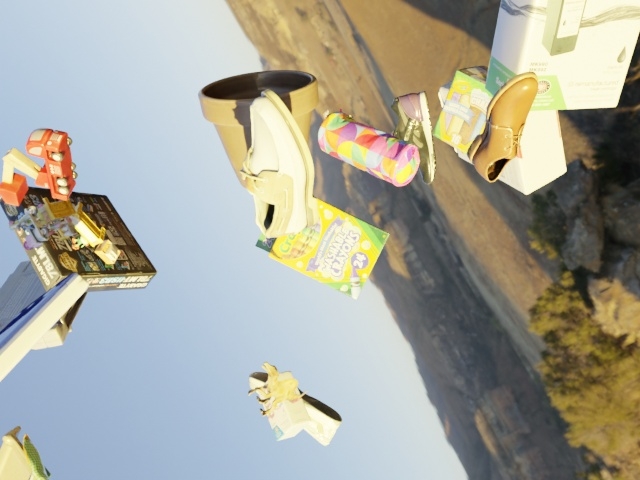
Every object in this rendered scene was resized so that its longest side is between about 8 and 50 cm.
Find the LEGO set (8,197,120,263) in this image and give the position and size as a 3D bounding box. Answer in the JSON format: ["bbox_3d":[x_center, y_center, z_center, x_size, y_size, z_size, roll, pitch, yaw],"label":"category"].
[{"bbox_3d":[-0.562,-0.015,1.380,0.132,0.107,0.287,68,-171,16],"label":"LEGO set"}]

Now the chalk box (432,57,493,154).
[{"bbox_3d":[0.376,-0.317,1.469,0.132,0.132,0.213,39,130,27],"label":"chalk box"}]

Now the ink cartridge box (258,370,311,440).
[{"bbox_3d":[-0.080,0.359,1.393,0.052,0.088,0.122,-4,-124,-35],"label":"ink cartridge box"}]

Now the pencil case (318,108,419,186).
[{"bbox_3d":[0.101,-0.203,1.372,0.236,0.104,0.104,33,170,31],"label":"pencil case"}]

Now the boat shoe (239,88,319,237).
[{"bbox_3d":[-0.077,-0.109,1.076,0.113,0.103,0.302,50,163,38],"label":"boat shoe"}]

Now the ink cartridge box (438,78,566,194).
[{"bbox_3d":[0.564,-0.355,2.004,0.384,0.161,0.279,48,165,55],"label":"ink cartridge box"}]

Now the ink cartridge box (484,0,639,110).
[{"bbox_3d":[0.423,-0.380,1.092,0.121,0.211,0.289,-107,15,-54],"label":"ink cartridge box"}]

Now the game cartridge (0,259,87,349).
[{"bbox_3d":[-0.680,0.146,1.544,0.355,0.230,0.068,-93,-13,-60],"label":"game cartridge"}]

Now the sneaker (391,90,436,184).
[{"bbox_3d":[0.286,-0.310,1.978,0.107,0.124,0.283,-44,-54,-75],"label":"sneaker"}]

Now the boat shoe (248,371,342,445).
[{"bbox_3d":[-0.092,0.513,1.981,0.321,0.103,0.118,28,-174,8],"label":"boat shoe"}]

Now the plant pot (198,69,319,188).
[{"bbox_3d":[-0.127,-0.240,1.435,0.263,0.263,0.229,-110,13,-61],"label":"plant pot"}]

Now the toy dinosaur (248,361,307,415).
[{"bbox_3d":[-0.081,0.304,1.263,0.053,0.093,0.183,59,-178,39],"label":"toy dinosaur"}]

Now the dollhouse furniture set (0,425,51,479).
[{"bbox_3d":[-0.565,0.518,1.296,0.197,0.301,0.151,43,-152,21],"label":"dollhouse furniture set"}]

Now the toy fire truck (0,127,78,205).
[{"bbox_3d":[-0.504,-0.128,1.126,0.192,0.135,0.047,108,174,-52],"label":"toy fire truck"}]

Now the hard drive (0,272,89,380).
[{"bbox_3d":[-0.521,0.195,1.008,0.040,0.210,0.318,49,-143,-16],"label":"hard drive"}]

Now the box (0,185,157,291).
[{"bbox_3d":[-0.595,-0.003,1.584,0.295,0.073,0.293,51,-156,21],"label":"box"}]

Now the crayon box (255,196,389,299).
[{"bbox_3d":[0.000,0.000,1.765,0.323,0.203,0.083,26,-176,1],"label":"crayon box"}]

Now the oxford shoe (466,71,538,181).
[{"bbox_3d":[0.304,-0.177,1.026,0.212,0.076,0.076,100,156,-55],"label":"oxford shoe"}]
